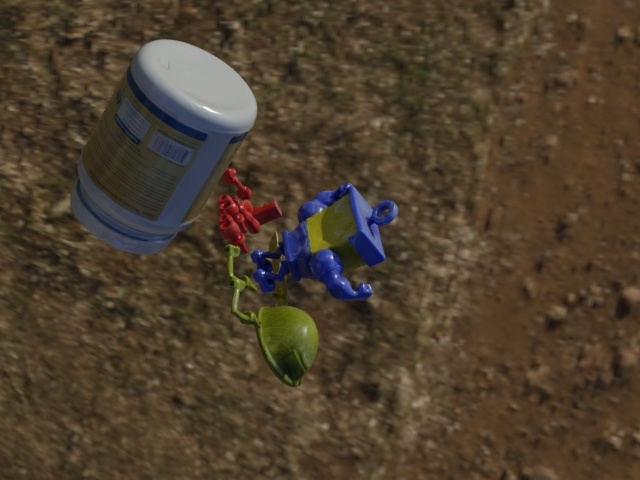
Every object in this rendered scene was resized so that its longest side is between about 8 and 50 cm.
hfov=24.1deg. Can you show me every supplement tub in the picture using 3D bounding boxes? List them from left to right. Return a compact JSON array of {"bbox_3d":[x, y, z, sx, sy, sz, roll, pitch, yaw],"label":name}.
[{"bbox_3d":[-0.172,-0.098,1.605,0.144,0.144,0.199,14,124,-33],"label":"supplement tub"}]

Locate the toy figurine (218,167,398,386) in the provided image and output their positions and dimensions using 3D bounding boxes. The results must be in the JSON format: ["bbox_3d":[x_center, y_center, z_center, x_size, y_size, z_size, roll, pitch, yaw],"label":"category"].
[{"bbox_3d":[0.000,0.000,1.999,0.217,0.362,0.191,-23,126,9],"label":"toy figurine"}]
